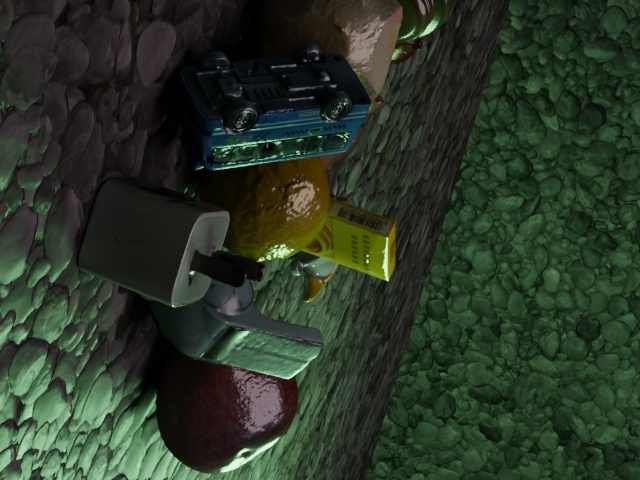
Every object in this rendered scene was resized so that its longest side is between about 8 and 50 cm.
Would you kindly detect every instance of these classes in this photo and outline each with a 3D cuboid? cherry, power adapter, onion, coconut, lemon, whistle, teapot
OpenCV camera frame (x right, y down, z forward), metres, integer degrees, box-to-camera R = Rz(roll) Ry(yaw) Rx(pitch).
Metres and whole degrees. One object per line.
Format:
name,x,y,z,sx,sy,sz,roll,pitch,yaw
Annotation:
cherry,-0.157,0.236,1.785,0.206,0.239,0.239,20,-90,67
power adapter,-0.172,0.012,1.393,0.130,0.204,0.125,-13,122,-75
onion,0.152,-0.402,2.234,0.117,0.118,0.119,0,109,-79
coconut,0.012,-0.299,1.670,0.237,0.197,0.237,14,90,-77
lemon,-0.081,-0.066,1.650,0.231,0.192,0.192,87,27,-56
whistle,-0.142,0.093,1.628,0.289,0.163,0.164,18,93,-37
teapot,0.144,-0.435,1.969,0.268,0.185,0.175,-50,-168,51

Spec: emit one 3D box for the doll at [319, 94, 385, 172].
doll,-0.003,-0.161,1.886,0.262,0.093,0.211,-37,170,7

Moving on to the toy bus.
toy bus,-0.068,-0.172,1.497,0.246,0.113,0.134,-11,144,-27

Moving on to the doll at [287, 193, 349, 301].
doll,0.002,0.004,2.261,0.316,0.103,0.146,-54,155,-64

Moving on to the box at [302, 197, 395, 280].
box,-0.008,-0.025,1.823,0.152,0.269,0.043,86,27,-60
